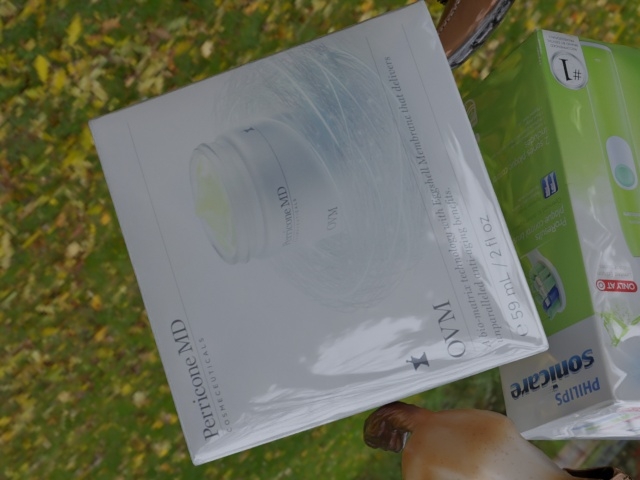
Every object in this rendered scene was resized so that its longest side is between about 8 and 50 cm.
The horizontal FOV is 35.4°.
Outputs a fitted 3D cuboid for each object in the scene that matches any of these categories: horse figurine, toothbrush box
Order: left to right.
[{"bbox_3d":[0.122,0.167,0.619,0.066,0.263,0.174,-42,147,-36],"label":"horse figurine"},{"bbox_3d":[0.237,0.001,0.766,0.206,0.283,0.122,5,157,-24],"label":"toothbrush box"}]

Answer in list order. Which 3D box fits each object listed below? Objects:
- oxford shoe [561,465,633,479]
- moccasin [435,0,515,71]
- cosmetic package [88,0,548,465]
[{"bbox_3d":[0.417,0.351,1.384,0.212,0.076,0.076,9,103,-19],"label":"oxford shoe"},{"bbox_3d":[0.218,-0.397,1.338,0.380,0.147,0.139,-63,178,11],"label":"moccasin"},{"bbox_3d":[0.000,0.000,0.654,0.224,0.224,0.138,-20,172,5],"label":"cosmetic package"}]
